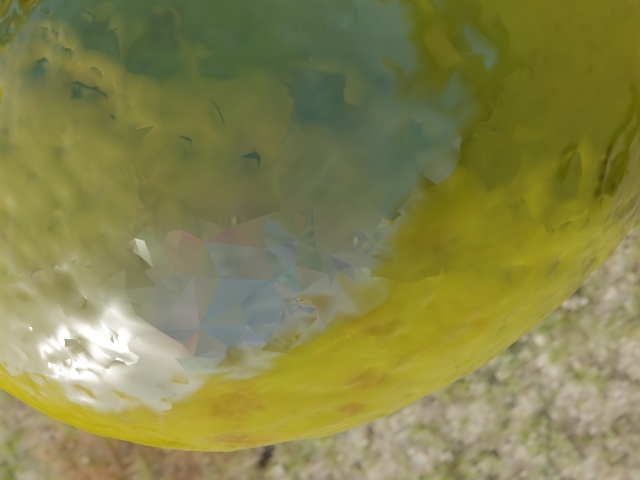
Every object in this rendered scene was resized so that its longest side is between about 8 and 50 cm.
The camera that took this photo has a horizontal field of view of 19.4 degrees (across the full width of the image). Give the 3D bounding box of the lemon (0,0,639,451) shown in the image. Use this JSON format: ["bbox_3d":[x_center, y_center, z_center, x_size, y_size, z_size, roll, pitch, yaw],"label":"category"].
[{"bbox_3d":[-0.008,-0.036,0.458,0.207,0.170,0.170,-37,81,25],"label":"lemon"}]
